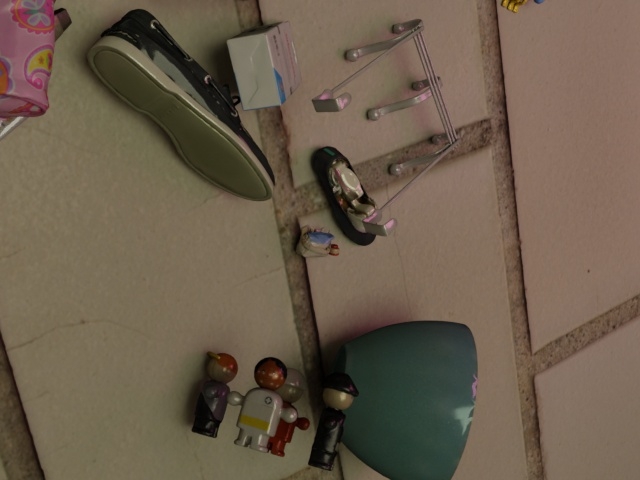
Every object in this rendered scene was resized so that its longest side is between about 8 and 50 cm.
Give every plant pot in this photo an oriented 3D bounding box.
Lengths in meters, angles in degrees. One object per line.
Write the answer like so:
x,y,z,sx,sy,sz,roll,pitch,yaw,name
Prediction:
0.118,0.260,1.432,0.196,0.290,0.290,14,91,-7,plant pot

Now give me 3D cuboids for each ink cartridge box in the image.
-0.079,-0.263,1.269,0.060,0.180,0.104,-8,108,12,ink cartridge box

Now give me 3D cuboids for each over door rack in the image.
0.104,-0.192,1.397,0.324,0.108,0.239,-48,124,-42,over door rack

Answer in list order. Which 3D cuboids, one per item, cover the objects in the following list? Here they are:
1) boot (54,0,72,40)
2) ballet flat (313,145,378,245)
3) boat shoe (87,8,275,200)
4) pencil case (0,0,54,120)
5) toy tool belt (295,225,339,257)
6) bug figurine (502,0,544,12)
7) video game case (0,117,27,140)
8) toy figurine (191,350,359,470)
-0.380,-0.301,1.100,0.087,0.042,0.118,-37,117,-22,boot
0.053,-0.067,1.425,0.074,0.074,0.203,-41,119,-22,ballet flat
-0.173,-0.192,1.217,0.340,0.127,0.113,40,55,-28,boat shoe
-0.383,-0.290,1.021,0.124,0.124,0.284,1,84,-35,pencil case
0.000,0.000,1.412,0.083,0.052,0.051,-1,107,-35,toy tool belt
0.371,-0.570,1.552,0.216,0.072,0.279,9,94,-35,bug figurine
-0.553,-0.173,1.005,0.329,0.036,0.300,-47,121,-19,video game case
-0.072,0.252,1.314,0.210,0.213,0.148,25,74,-32,toy figurine
